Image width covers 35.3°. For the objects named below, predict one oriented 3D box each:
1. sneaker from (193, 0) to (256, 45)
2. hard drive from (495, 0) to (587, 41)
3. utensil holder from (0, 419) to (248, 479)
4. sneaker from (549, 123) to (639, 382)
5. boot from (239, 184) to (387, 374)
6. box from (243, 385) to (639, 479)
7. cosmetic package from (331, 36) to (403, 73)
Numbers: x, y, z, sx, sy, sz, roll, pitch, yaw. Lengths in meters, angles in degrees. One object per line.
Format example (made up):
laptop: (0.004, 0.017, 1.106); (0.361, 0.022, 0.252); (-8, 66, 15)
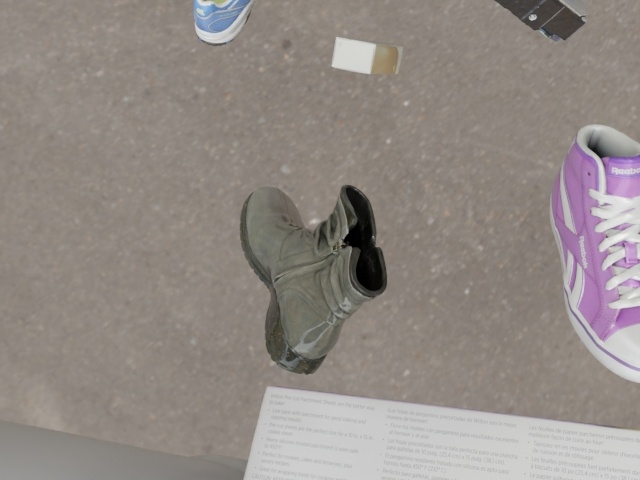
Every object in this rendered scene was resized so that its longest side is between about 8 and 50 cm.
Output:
sneaker: (-0.100, -0.358, 1.327); (0.080, 0.211, 0.081); (23, 165, 13)
hard drive: (0.208, -0.429, 1.329); (0.339, 0.237, 0.064); (29, 133, -27)
utensil holder: (-0.207, 0.271, 0.622); (0.328, 0.385, 0.327); (-18, 61, 35)
sneaker: (0.308, 0.000, 1.045); (0.102, 0.282, 0.161); (-8, 142, -8)
boot: (0.000, 0.000, 1.015); (0.083, 0.246, 0.161); (14, 130, -30)
box: (0.121, 0.133, 0.535); (0.324, 0.067, 0.063); (3, 153, 19)
cosmetic package: (0.065, -0.252, 1.372); (0.060, 0.115, 0.041); (15, 105, 22)
